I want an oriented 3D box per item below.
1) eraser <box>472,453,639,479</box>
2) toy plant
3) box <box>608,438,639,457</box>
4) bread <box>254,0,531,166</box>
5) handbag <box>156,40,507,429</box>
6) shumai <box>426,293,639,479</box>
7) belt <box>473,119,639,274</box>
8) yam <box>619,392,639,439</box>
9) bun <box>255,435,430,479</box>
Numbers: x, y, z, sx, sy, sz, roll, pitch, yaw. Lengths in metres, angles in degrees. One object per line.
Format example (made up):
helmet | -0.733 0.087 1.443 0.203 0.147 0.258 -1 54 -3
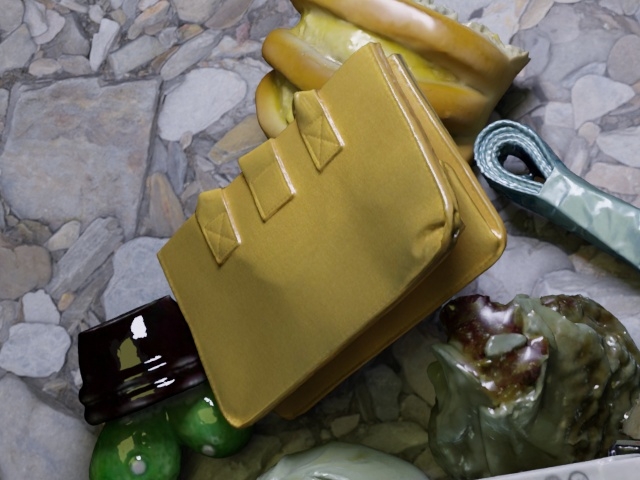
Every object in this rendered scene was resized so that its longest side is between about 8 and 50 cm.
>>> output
eraser | 0.208 0.256 1.161 0.404 0.096 0.098 -24 66 53
toy plant | -0.199 0.198 1.538 0.218 0.175 0.235 -23 90 6
box | 0.419 0.289 1.164 0.310 0.084 0.198 1 87 14
bread | 0.058 -0.195 1.547 0.316 0.211 0.270 31 85 31
handbag | 0.000 0.000 1.423 0.401 0.133 0.283 -43 63 32
shumai | 0.216 0.159 1.357 0.256 0.218 0.189 -46 53 1
belt | 0.308 -0.039 1.448 0.302 0.072 0.087 33 87 18
yam | 0.448 0.103 1.300 0.168 0.168 0.304 30 91 28
bun | 0.011 0.347 1.384 0.283 0.179 0.283 -6 71 17
